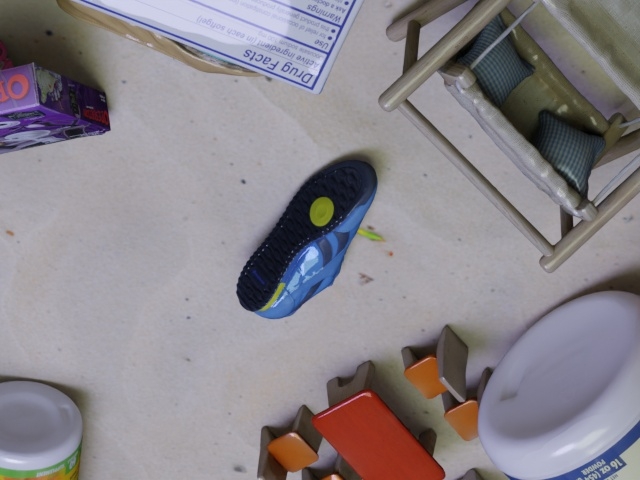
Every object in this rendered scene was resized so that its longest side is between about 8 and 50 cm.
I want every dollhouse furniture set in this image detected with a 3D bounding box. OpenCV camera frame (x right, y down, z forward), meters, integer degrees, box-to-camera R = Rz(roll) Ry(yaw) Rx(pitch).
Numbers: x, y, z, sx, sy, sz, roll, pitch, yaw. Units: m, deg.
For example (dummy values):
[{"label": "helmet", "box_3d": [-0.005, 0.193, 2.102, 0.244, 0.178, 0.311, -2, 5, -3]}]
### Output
[{"label": "dollhouse furniture set", "box_3d": [0.096, 0.263, 2.100, 0.262, 0.135, 0.259, -31, 117, 23]}]

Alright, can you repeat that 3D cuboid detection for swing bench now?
[{"label": "swing bench", "box_3d": [0.232, -0.155, 1.782, 0.255, 0.165, 0.253, -36, 114, 25]}]

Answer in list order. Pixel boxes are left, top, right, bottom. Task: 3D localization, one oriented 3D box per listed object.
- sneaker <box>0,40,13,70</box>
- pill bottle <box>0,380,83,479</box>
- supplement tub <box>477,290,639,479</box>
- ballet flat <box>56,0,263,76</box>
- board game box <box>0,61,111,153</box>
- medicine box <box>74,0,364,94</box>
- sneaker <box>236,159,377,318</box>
[{"label": "sneaker", "box_3d": [-0.377, -0.194, 1.868, 0.170, 0.063, 0.075, 42, 118, -16]}, {"label": "pill bottle", "box_3d": [-0.345, 0.293, 2.156, 0.136, 0.136, 0.245, 9, 125, -2]}, {"label": "supplement tub", "box_3d": [0.346, 0.235, 1.999, 0.235, 0.235, 0.325, -33, 116, 24]}, {"label": "ballet flat", "box_3d": [-0.149, -0.213, 1.841, 0.232, 0.080, 0.073, 25, 151, -9]}, {"label": "board game box", "box_3d": [-0.401, -0.104, 1.855, 0.347, 0.208, 0.056, -11, 80, 12]}, {"label": "medicine box", "box_3d": [-0.065, -0.319, 1.701, 0.263, 0.149, 0.289, 21, 124, -10]}, {"label": "sneaker", "box_3d": [0.000, 0.000, 1.979, 0.082, 0.069, 0.209, 15, 122, -46]}]
